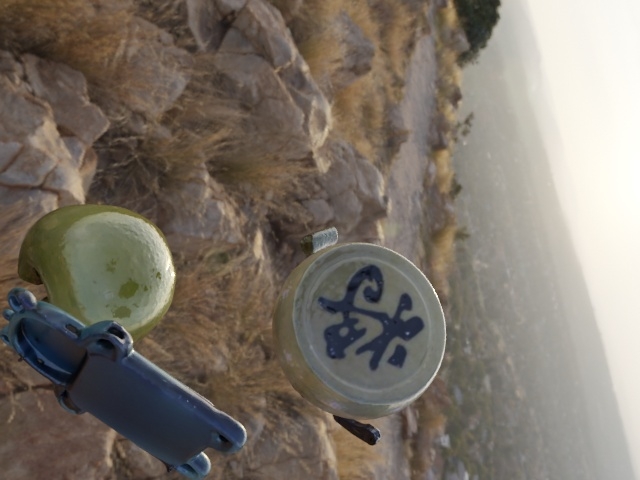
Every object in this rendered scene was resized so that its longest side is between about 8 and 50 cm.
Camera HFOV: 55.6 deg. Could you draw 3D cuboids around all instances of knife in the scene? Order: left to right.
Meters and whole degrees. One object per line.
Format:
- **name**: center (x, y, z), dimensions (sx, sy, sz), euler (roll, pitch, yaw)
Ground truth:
- **knife**: center (0.057, 0.315, 1.032), dimensions (0.018, 0.121, 0.031), euler (-21, 114, -36)

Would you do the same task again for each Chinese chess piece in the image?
- **Chinese chess piece**: center (0.056, 0.129, 0.887), dimensions (0.257, 0.104, 0.257), euler (8, 65, -17)

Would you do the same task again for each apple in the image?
- **apple**: center (-0.415, 0.071, 1.136), dimensions (0.254, 0.292, 0.292), euler (-12, 86, -40)

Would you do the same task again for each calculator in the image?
- **calculator**: center (-0.108, 0.078, 0.322), dimensions (0.141, 0.094, 0.019), euler (36, 42, -8)

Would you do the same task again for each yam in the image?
- **yam**: center (0.000, 0.000, 1.229), dimensions (0.094, 0.043, 0.043), euler (-18, 92, -50)
